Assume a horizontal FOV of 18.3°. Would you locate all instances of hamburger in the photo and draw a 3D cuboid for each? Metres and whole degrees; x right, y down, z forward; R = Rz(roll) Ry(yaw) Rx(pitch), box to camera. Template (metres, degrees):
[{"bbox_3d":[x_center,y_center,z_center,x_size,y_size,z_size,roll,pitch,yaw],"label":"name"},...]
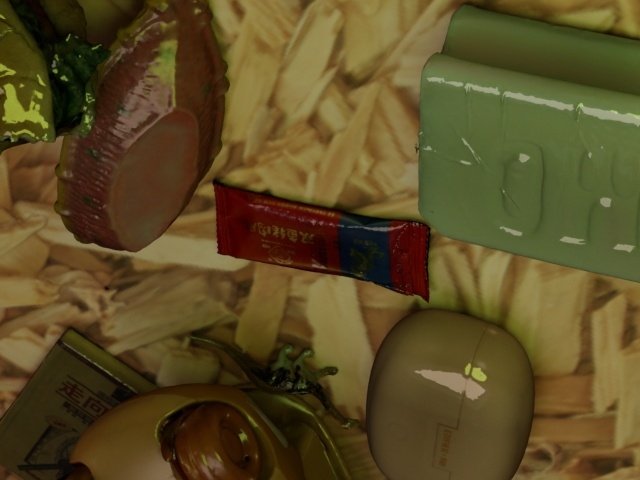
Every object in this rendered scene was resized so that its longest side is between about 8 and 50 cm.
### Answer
[{"bbox_3d":[-0.307,-0.157,1.579,0.308,0.132,0.211,-6,100,47],"label":"hamburger"}]

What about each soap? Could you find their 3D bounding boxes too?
[{"bbox_3d":[0.222,-0.058,1.470,0.289,0.095,0.173,13,135,15],"label":"soap"}]

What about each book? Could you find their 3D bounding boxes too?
[{"bbox_3d":[-0.231,0.194,1.978,0.161,0.026,0.231,34,135,-6],"label":"book"}]

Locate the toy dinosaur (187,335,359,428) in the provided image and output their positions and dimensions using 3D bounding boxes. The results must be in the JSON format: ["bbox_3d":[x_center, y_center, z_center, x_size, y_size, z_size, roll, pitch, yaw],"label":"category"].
[{"bbox_3d":[-0.033,0.117,1.798,0.180,0.058,0.037,19,129,28],"label":"toy dinosaur"}]

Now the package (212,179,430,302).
[{"bbox_3d":[0.000,0.000,1.688,0.200,0.022,0.083,12,134,19],"label":"package"}]

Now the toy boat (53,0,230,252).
[{"bbox_3d":[-0.149,-0.082,1.641,0.141,0.099,0.318,-5,142,-25],"label":"toy boat"}]

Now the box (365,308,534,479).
[{"bbox_3d":[0.111,0.146,1.717,0.146,0.088,0.200,15,136,12],"label":"box"}]

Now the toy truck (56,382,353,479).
[{"bbox_3d":[-0.093,0.254,1.792,0.204,0.211,0.288,-28,99,24],"label":"toy truck"}]
